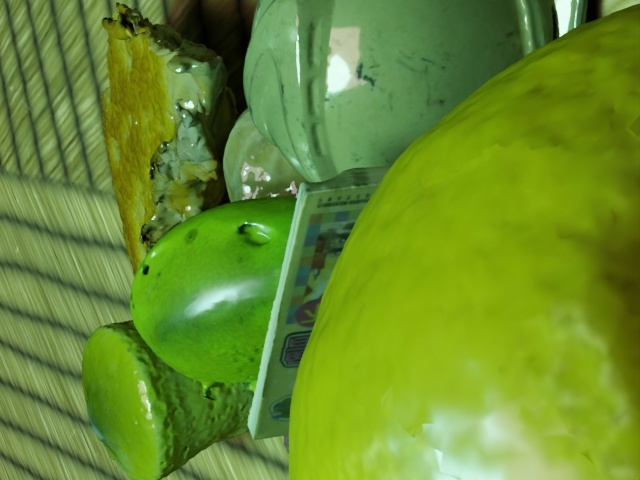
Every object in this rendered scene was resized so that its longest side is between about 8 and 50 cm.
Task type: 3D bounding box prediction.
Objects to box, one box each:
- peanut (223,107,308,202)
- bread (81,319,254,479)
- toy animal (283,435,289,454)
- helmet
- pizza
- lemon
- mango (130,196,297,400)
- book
[{"bbox_3d":[0.000,0.000,1.011,0.093,0.083,0.194,-21,92,28],"label":"peanut"},{"bbox_3d":[-0.120,0.113,1.226,0.129,0.114,0.111,56,145,24],"label":"bread"},{"bbox_3d":[0.081,0.211,0.990,0.324,0.090,0.195,16,144,48],"label":"toy animal"},{"bbox_3d":[0.029,-0.111,0.850,0.204,0.137,0.257,41,138,40],"label":"helmet"},{"bbox_3d":[-0.105,-0.077,1.105,0.297,0.071,0.189,107,150,-63],"label":"pizza"},{"bbox_3d":[0.148,0.076,0.588,0.348,0.348,0.348,33,133,46],"label":"lemon"},{"bbox_3d":[-0.031,0.027,0.927,0.178,0.119,0.100,-19,51,34],"label":"mango"},{"bbox_3d":[0.053,0.032,0.867,0.013,0.168,0.192,-115,27,-42],"label":"book"}]
